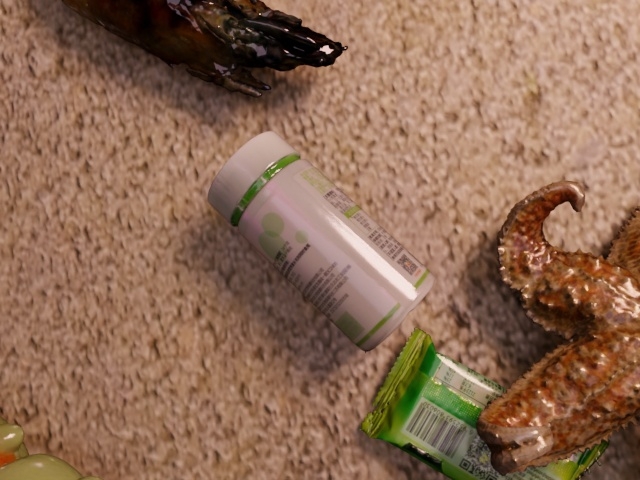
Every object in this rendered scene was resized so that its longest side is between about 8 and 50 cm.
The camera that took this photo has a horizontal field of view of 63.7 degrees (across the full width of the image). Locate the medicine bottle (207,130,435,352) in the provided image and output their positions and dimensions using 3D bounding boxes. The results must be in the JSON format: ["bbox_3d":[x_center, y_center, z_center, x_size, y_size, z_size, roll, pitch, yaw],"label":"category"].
[{"bbox_3d":[0.000,0.000,0.429,0.183,0.086,0.086,43,91,8],"label":"medicine bottle"}]

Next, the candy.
[{"bbox_3d":[0.133,0.160,0.429,0.178,0.032,0.102,29,86,8],"label":"candy"}]

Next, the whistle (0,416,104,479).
[{"bbox_3d":[-0.305,0.207,0.432,0.289,0.106,0.131,29,82,7],"label":"whistle"}]

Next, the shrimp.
[{"bbox_3d":[-0.118,-0.280,0.478,0.365,0.071,0.233,29,83,13],"label":"shrimp"}]

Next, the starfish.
[{"bbox_3d":[0.267,0.082,0.379,0.303,0.113,0.311,3,77,7],"label":"starfish"}]
